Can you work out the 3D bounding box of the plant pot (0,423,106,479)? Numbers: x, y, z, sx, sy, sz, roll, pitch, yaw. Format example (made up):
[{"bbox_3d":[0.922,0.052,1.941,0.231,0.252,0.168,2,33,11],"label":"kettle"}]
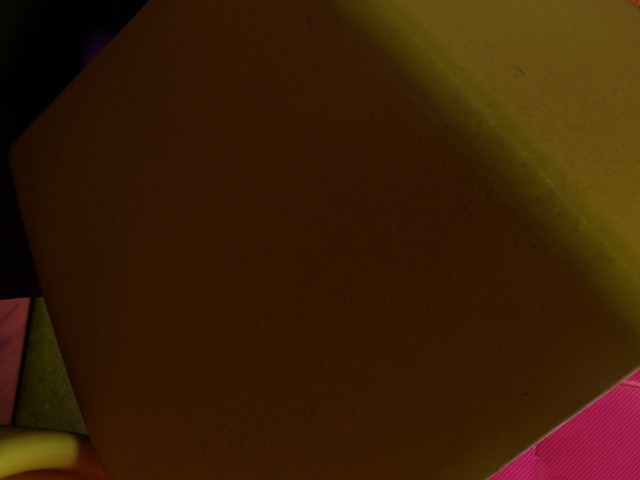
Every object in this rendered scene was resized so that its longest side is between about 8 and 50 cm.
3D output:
[{"bbox_3d":[-0.193,0.185,0.626,0.254,0.239,0.254,-5,96,-60],"label":"plant pot"}]

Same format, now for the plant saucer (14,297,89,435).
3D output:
[{"bbox_3d":[-0.091,0.066,0.999,0.188,0.045,0.188,24,70,-59],"label":"plant saucer"}]

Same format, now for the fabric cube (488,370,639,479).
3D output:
[{"bbox_3d":[0.048,0.215,0.833,0.259,0.254,0.258,11,61,-19],"label":"fabric cube"}]

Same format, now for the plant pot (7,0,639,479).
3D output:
[{"bbox_3d":[0.022,-0.011,0.616,0.187,0.212,0.212,54,30,8],"label":"plant pot"}]

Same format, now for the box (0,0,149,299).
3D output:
[{"bbox_3d":[-0.114,-0.152,0.695,0.343,0.179,0.313,-1,120,-61],"label":"box"}]
